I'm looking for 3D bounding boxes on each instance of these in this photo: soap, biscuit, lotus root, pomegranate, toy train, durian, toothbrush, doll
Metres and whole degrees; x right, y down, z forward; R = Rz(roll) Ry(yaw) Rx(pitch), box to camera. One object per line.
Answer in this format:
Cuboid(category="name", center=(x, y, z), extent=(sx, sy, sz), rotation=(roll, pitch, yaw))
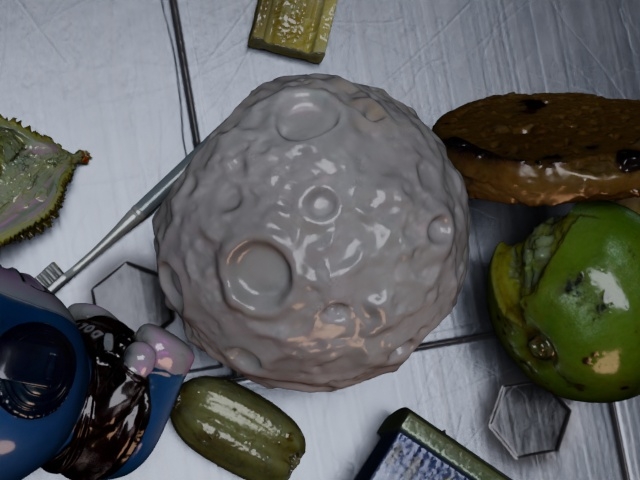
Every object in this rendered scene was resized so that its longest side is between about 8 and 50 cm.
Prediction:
Cuboid(category="soap", center=(-0.013, -0.339, 1.737), extent=(0.092, 0.037, 0.252), rotation=(14, 80, -8))
Cuboid(category="biscuit", center=(0.266, -0.099, 1.643), extent=(0.296, 0.296, 0.075), rotation=(-4, 113, -10))
Cuboid(category="lotus root", center=(-0.103, 0.204, 1.627), extent=(0.183, 0.077, 0.090), rotation=(28, 72, -7))
Cuboid(category="pomegranate", center=(0.321, 0.041, 1.660), extent=(0.236, 0.236, 0.302), rotation=(39, 52, -2))
Cuboid(category="toy train", center=(0.146, 0.335, 1.623), extent=(0.300, 0.131, 0.202), rotation=(35, 77, -4))
Cuboid(category="durian", center=(-0.346, -0.068, 1.624), extent=(0.208, 0.102, 0.146), rotation=(-25, 89, -34))
Cuboid(category="toothbrush", center=(-0.194, -0.049, 1.675), extent=(0.342, 0.025, 0.030), rotation=(-41, 88, -11))
Cuboid(category="doll", center=(-0.312, 0.140, 1.471), extent=(0.310, 0.284, 0.240), rotation=(23, 69, -40))

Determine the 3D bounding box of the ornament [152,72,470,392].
Cuboid(category="ornament", center=(0.000, 0.000, 1.542), extent=(0.337, 0.337, 0.337), rotation=(1, 82, -9))
